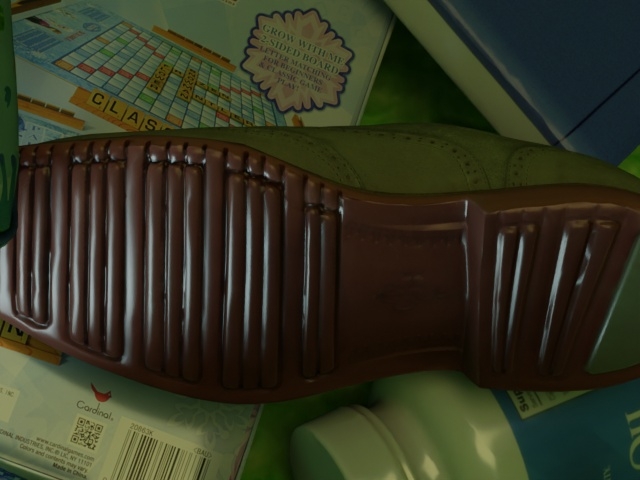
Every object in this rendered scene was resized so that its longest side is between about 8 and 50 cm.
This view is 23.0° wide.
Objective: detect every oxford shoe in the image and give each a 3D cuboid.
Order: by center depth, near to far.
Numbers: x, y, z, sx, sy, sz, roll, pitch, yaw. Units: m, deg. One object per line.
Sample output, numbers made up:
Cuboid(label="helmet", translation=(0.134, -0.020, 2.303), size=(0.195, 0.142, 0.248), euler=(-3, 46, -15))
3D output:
Cuboid(label="oxford shoe", translation=(0.000, 0.000, 0.755), size=(0.348, 0.130, 0.123), euler=(7, 113, -4))

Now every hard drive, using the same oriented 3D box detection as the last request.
Cuboid(label="hard drive", translation=(0.089, -0.189, 0.892), size=(0.318, 0.040, 0.210), euler=(50, 45, 1))

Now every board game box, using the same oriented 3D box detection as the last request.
Cuboid(label="board game box", translation=(-0.152, -0.046, 0.801), size=(0.319, 0.066, 0.318), euler=(23, 69, -10))

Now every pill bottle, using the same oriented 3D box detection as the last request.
Cuboid(label="pill bottle", translation=(0.101, 0.098, 0.806), size=(0.221, 0.124, 0.124), euler=(-21, 82, -20))

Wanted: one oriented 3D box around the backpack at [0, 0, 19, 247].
Cuboid(label="backpack", translation=(-0.239, -0.129, 0.611), size=(0.273, 0.290, 0.355), euler=(12, 86, 1))
